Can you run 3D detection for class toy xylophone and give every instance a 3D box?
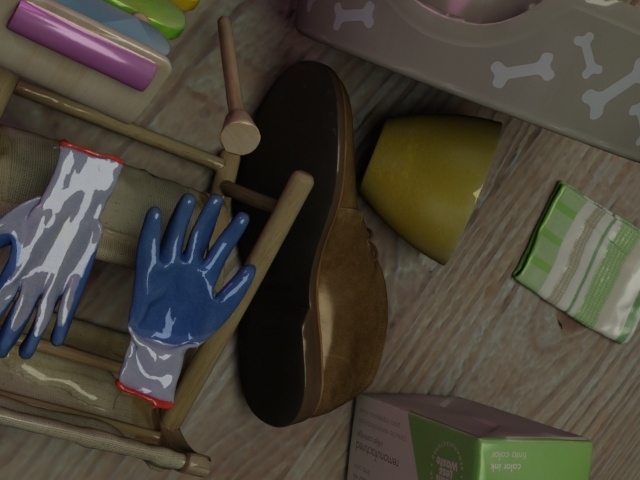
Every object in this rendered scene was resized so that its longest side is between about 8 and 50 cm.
[{"bbox_3d":[-0.141,-0.185,0.956,0.236,0.322,0.081,19,124,-28],"label":"toy xylophone"}]

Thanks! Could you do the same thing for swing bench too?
[{"bbox_3d":[-0.183,0.019,1.004,0.253,0.165,0.254,21,91,-27],"label":"swing bench"}]

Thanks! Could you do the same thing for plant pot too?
[{"bbox_3d":[0.089,-0.057,1.160,0.095,0.134,0.134,22,84,1],"label":"plant pot"}]

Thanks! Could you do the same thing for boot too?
[{"bbox_3d":[0.000,0.000,1.138,0.115,0.112,0.305,-6,103,-44],"label":"boot"}]

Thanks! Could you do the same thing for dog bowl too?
[{"bbox_3d":[0.138,-0.159,1.056,0.349,0.349,0.102,15,101,-27],"label":"dog bowl"}]

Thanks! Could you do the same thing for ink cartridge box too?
[{"bbox_3d":[0.107,0.323,1.147,0.119,0.207,0.353,5,92,-28],"label":"ink cartridge box"}]

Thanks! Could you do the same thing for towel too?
[{"bbox_3d":[0.268,0.023,1.304,0.152,0.023,0.113,30,81,-26],"label":"towel"}]

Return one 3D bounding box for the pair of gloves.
[{"bbox_3d":[-0.144,0.024,0.919,0.198,0.023,0.159,23,89,-26],"label":"pair of gloves"}]
